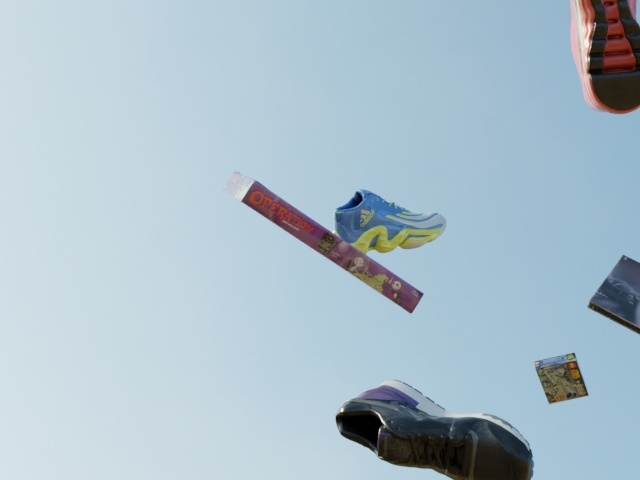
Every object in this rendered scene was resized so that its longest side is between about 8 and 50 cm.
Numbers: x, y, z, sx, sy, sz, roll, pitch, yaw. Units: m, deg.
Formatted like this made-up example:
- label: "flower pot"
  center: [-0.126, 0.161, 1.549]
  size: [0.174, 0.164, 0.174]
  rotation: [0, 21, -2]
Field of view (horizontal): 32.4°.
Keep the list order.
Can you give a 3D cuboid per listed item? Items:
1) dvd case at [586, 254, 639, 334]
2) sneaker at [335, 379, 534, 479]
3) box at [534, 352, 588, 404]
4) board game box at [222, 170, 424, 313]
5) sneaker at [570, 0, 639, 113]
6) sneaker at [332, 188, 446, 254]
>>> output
- label: "dvd case"
  center: [0.523, 0.109, 1.635]
  size: [0.221, 0.164, 0.018]
  rotation: [29, -53, 18]
- label: "sneaker"
  center: [0.141, 0.276, 1.459]
  size: [0.283, 0.124, 0.107]
  rotation: [14, -73, 43]
- label: "box"
  center: [0.545, 0.312, 2.491]
  size: [0.094, 0.027, 0.137]
  rotation: [-14, -48, 15]
- label: "board game box"
  center: [0.000, 0.000, 1.877]
  size: [0.347, 0.056, 0.208]
  rotation: [34, 3, -16]
- label: "sneaker"
  center: [0.381, -0.325, 1.523]
  size: [0.116, 0.313, 0.136]
  rotation: [-2, -1, -4]
- label: "sneaker"
  center: [0.127, -0.044, 2.071]
  size: [0.091, 0.240, 0.126]
  rotation: [24, -54, 61]
